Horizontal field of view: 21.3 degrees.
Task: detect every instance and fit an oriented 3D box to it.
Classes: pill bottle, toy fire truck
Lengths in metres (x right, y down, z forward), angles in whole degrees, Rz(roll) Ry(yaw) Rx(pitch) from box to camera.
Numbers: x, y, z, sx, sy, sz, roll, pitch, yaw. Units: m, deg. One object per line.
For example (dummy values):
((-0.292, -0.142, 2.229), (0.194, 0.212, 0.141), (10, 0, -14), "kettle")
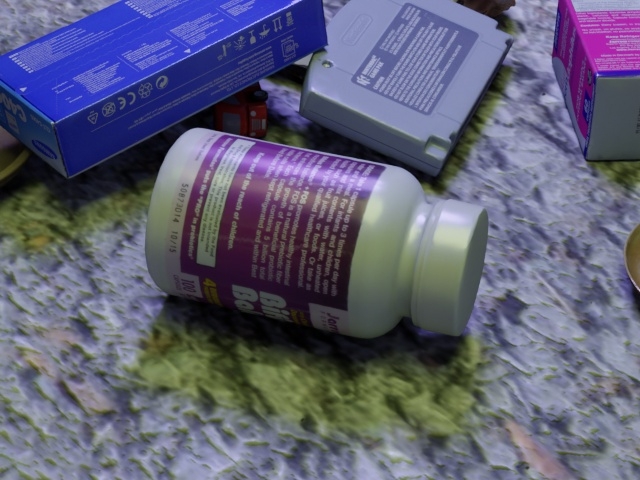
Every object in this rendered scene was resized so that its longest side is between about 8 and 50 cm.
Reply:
((0.000, 0.000, 1.620), (0.301, 0.169, 0.169), (12, 37, 14), "pill bottle")
((-0.139, -0.181, 1.966), (0.135, 0.047, 0.192), (-6, 38, -10), "toy fire truck")

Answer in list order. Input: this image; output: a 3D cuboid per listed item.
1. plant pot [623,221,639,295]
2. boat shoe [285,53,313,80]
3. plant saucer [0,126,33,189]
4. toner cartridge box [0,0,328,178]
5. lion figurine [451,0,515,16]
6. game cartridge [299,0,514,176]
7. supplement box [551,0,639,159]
((0.419, 0.038, 1.702), (0.236, 0.032, 0.236), (2, 36, -1), "plant pot")
((-0.028, -0.217, 2.027), (0.133, 0.042, 0.049), (24, 60, 27), "boat shoe")
((-0.444, -0.102, 1.852), (0.278, 0.041, 0.278), (1, 35, -1), "plant saucer")
((-0.177, -0.202, 1.858), (0.348, 0.075, 0.165), (-30, 41, -25), "toner cartridge box")
((0.066, -0.395, 2.182), (0.240, 0.142, 0.392), (23, 7, -43), "lion figurine")
((0.093, -0.197, 1.956), (0.196, 0.060, 0.294), (28, 41, 4), "game cartridge")
((0.342, -0.197, 1.954), (0.114, 0.111, 0.220), (-1, 35, -3), "supplement box")
